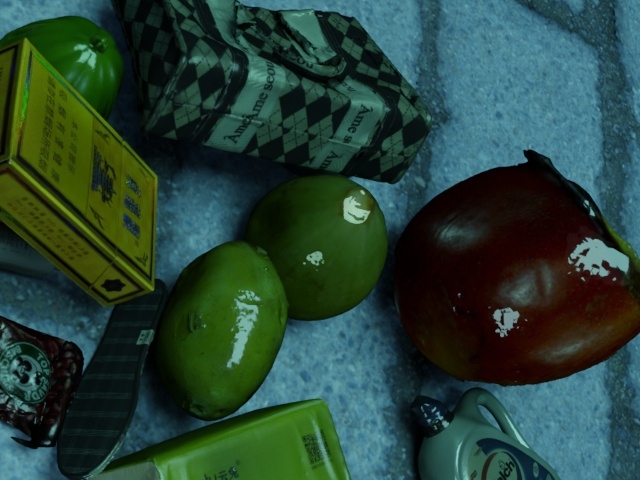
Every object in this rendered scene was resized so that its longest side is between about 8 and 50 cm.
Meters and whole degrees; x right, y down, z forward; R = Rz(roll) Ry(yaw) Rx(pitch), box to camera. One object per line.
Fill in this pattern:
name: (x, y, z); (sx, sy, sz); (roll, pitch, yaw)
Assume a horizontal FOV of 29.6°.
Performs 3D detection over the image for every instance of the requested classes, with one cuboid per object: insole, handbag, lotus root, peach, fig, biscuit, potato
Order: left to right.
biscuit: (-0.393, 0.145, 1.448); (0.235, 0.063, 0.151); (33, 54, -29)
lotus root: (-0.324, -0.227, 1.593); (0.186, 0.186, 0.186); (17, 62, -34)
insole: (-0.260, 0.168, 1.527); (0.012, 0.110, 0.309); (60, 36, -40)
potato: (-0.134, 0.112, 1.594); (0.148, 0.186, 0.253); (51, 32, -40)
handbag: (-0.077, -0.253, 1.715); (0.416, 0.180, 0.317); (11, 40, -33)
fig: (-0.006, -0.004, 1.729); (0.207, 0.230, 0.207); (3, 41, -3)
peach: (0.315, 0.062, 1.842); (0.339, 0.416, 0.353); (50, 47, -20)

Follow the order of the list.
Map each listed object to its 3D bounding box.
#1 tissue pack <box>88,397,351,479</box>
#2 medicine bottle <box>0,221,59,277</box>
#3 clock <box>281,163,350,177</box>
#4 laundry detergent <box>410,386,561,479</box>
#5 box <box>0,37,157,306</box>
tissue pack: (-0.129, 0.314, 1.504); (0.274, 0.200, 0.167); (-12, 82, -43)
medicine bottle: (-0.373, 0.013, 1.526); (0.199, 0.057, 0.058); (15, 63, -35)
clock: (-0.005, -0.230, 1.938); (0.280, 0.055, 0.281); (16, 63, -34)
laundry detergent: (0.244, 0.338, 1.873); (0.280, 0.105, 0.215); (52, 48, -8)
box: (-0.312, -0.076, 1.491); (0.301, 0.084, 0.193); (50, 29, -48)
